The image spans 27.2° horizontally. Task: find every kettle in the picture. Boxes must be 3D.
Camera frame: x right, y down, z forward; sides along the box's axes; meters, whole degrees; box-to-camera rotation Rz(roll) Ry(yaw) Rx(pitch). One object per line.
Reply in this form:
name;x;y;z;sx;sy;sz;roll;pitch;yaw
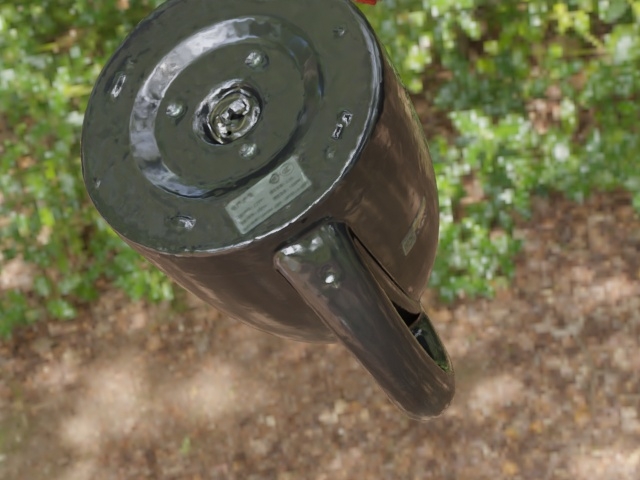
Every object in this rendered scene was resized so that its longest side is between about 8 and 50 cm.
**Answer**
kettle;0.000;0.000;0.916;0.207;0.290;0.268;-32;56;4

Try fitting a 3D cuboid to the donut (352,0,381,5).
donut;-0.012;-0.362;1.287;0.136;0.345;0.259;-40;18;12
